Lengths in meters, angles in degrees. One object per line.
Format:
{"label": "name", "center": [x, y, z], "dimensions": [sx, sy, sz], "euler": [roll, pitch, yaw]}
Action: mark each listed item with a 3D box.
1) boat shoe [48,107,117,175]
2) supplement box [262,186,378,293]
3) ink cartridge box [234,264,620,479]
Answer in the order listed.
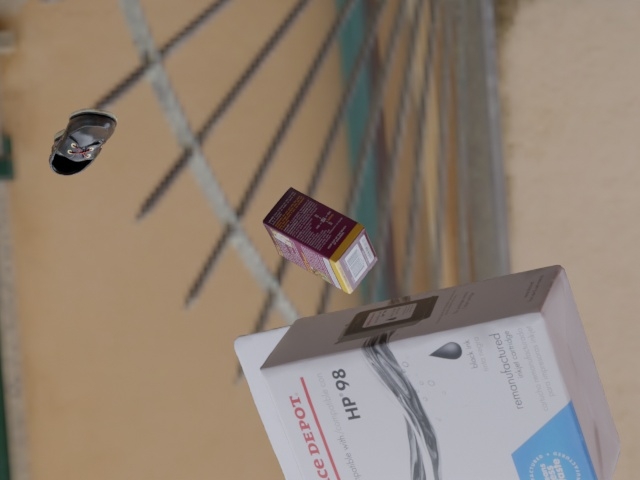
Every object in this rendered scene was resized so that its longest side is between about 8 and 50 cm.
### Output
{"label": "boat shoe", "center": [-0.237, -0.099, 1.700], "dimensions": [0.049, 0.042, 0.133], "euler": [14, 160, -22]}
{"label": "supplement box", "center": [0.000, 0.000, 1.432], "dimensions": [0.083, 0.043, 0.055], "euler": [29, 161, 29]}
{"label": "ink cartridge box", "center": [0.043, 0.085, 0.825], "dimensions": [0.180, 0.104, 0.060], "euler": [-14, -163, 22]}
